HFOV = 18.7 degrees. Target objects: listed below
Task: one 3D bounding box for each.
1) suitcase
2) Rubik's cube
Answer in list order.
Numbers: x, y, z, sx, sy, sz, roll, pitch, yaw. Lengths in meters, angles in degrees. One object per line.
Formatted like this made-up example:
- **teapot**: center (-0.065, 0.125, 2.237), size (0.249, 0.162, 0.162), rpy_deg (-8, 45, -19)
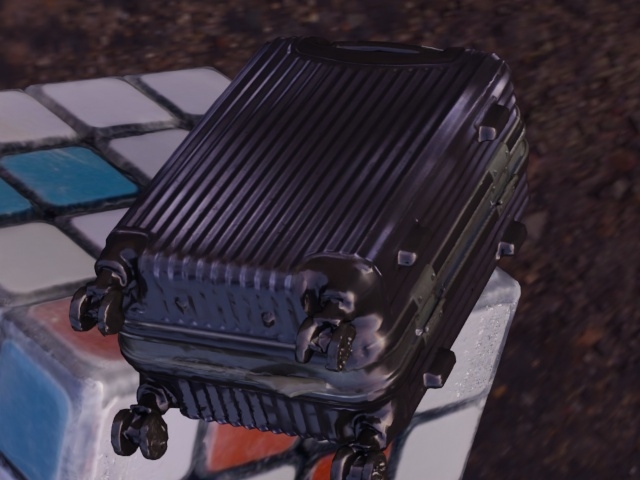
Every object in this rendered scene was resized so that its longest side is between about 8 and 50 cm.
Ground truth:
- **suitcase**: center (0.000, 0.000, 0.504), size (0.086, 0.126, 0.059), rpy_deg (8, 131, 25)
- **Rubik's cube**: center (-0.099, 0.085, 0.942), size (0.259, 0.256, 0.253), rpy_deg (37, 124, 36)
